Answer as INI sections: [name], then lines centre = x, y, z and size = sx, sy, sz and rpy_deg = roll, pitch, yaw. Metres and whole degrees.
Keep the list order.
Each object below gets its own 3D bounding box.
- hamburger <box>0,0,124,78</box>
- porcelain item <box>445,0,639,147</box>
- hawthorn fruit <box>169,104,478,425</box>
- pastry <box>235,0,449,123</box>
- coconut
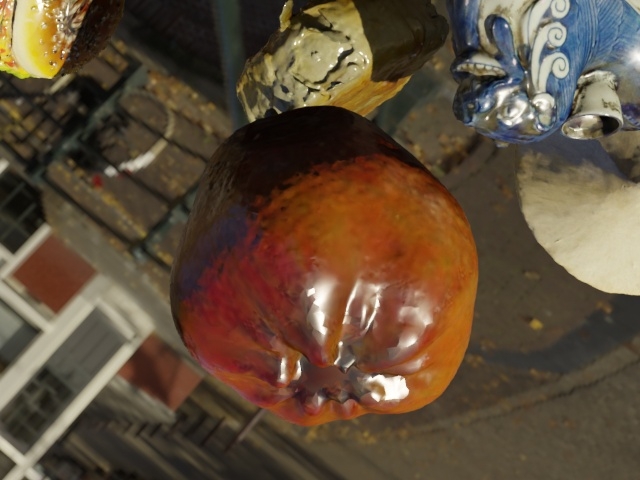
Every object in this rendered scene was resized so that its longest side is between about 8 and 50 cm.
[hamburger]
centre = -0.213, -0.189, 0.946
size = 0.081, 0.127, 0.141
rpy_deg = 30, -157, 29
[porcelain item]
centre = 0.229, -0.159, 1.019
size = 0.288, 0.186, 0.138
rpy_deg = 13, 163, -35
[hawthorn fruit]
centre = 0.000, 0.000, 0.871
size = 0.224, 0.224, 0.261
rpy_deg = 62, -165, -48
[pastry]
centre = 0.019, -0.238, 1.628
size = 0.136, 0.329, 0.329
rpy_deg = 56, 163, 6
[coconut]
centre = 0.352, -0.089, 1.304
size = 0.329, 0.329, 0.329
rpy_deg = 36, 161, 14
